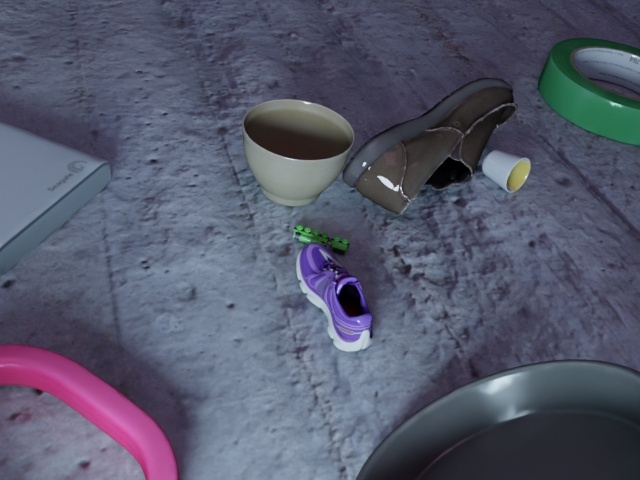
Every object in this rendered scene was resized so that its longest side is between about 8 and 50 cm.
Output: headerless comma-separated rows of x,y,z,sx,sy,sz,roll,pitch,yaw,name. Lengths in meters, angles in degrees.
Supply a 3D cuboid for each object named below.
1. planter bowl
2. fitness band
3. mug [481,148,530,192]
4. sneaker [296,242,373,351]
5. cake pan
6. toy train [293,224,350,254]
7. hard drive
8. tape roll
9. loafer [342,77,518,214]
-0.039,-0.120,1.011,0.162,0.109,0.162,7,40,-6,planter bowl
-0.267,0.205,0.623,0.291,0.054,0.209,29,43,18,fitness band
0.305,-0.116,1.140,0.062,0.078,0.064,-46,51,-9,mug
0.025,0.056,0.851,0.068,0.071,0.170,-11,44,-24,sneaker
0.166,0.204,0.603,0.293,0.054,0.293,-25,10,4,cake pan
0.000,0.000,0.953,0.083,0.017,0.024,17,51,6,toy train
-0.502,-0.094,0.919,0.353,0.047,0.233,21,41,10,hard drive
0.619,-0.313,1.417,0.321,0.077,0.321,7,41,-6,tape roll
0.197,-0.141,1.100,0.366,0.134,0.130,-32,79,-28,loafer
